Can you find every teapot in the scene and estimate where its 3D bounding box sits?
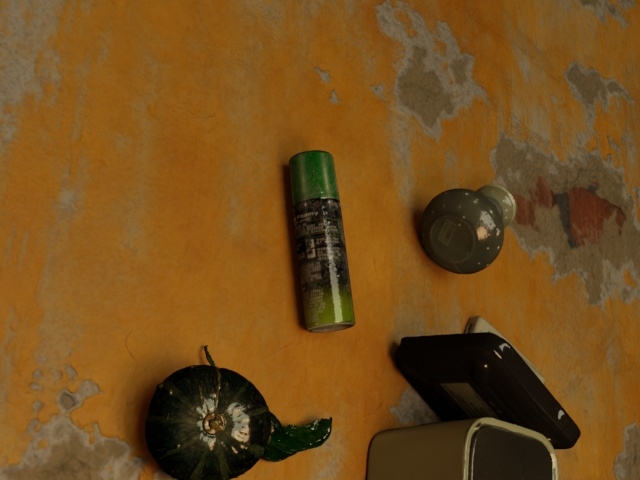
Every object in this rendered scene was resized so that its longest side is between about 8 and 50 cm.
[{"bbox_3d":[0.329,-0.040,1.817,0.251,0.183,0.184,-31,96,-55],"label":"teapot"}]

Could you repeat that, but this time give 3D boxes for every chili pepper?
[{"bbox_3d":[-0.095,0.290,1.405,0.279,0.065,0.122,40,44,-25],"label":"chili pepper"}]

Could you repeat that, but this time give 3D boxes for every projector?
[{"bbox_3d":[0.250,0.461,1.508,0.248,0.249,0.249,23,62,-33],"label":"projector"}]

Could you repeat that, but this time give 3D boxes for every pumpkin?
[{"bbox_3d":[-0.170,0.280,1.281,0.190,0.146,0.191,0,77,2],"label":"pumpkin"}]

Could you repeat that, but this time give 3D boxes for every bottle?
[{"bbox_3d":[0.000,0.000,1.564,0.093,0.093,0.330,5,72,-39],"label":"bottle"}]

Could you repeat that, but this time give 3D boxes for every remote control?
[{"bbox_3d":[0.402,0.259,1.840,0.230,0.049,0.090,40,51,-21],"label":"remote control"}]

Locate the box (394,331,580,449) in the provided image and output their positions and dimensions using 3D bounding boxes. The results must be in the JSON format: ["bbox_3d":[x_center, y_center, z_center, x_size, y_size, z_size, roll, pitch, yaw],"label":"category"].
[{"bbox_3d":[0.307,0.288,1.593,0.290,0.288,0.073,49,59,-19],"label":"box"}]
